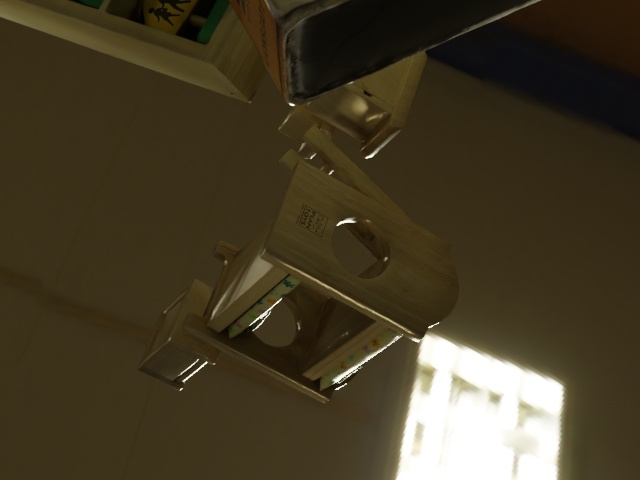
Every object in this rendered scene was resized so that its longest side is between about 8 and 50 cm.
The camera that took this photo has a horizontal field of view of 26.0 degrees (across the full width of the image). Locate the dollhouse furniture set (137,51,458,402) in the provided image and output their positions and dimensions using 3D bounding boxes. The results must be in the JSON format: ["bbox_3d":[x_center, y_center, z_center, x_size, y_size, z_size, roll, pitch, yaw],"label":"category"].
[{"bbox_3d":[0.000,0.000,0.775,0.101,0.182,0.161,29,-123,-14],"label":"dollhouse furniture set"}]

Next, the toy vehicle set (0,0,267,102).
[{"bbox_3d":[-0.041,-0.203,0.621,0.166,0.035,0.267,21,-102,30],"label":"toy vehicle set"}]

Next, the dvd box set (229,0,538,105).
[{"bbox_3d":[0.027,-0.285,0.522,0.307,0.062,0.420,-26,-109,-12],"label":"dvd box set"}]
